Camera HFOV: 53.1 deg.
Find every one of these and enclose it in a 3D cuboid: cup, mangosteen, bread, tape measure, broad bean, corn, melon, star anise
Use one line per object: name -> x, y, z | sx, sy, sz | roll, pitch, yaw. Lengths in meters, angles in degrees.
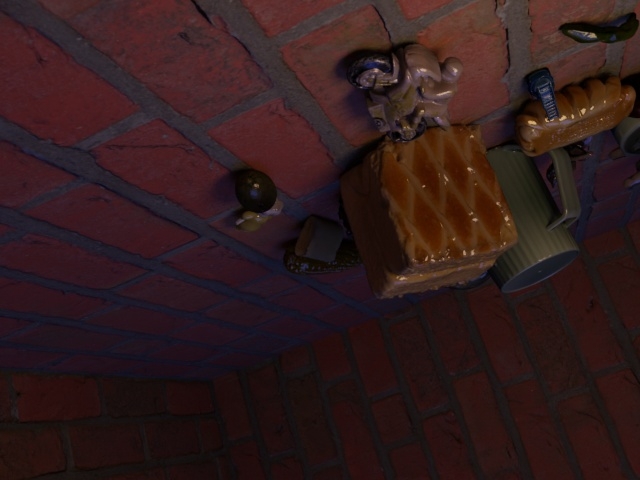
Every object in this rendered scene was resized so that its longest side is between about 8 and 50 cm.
cup -> 0.580, -0.088, 1.935 | 0.310, 0.392, 0.401 | -21, 157, -9
mangosteen -> 0.873, -0.401, 1.734 | 0.140, 0.140, 0.140 | -16, 161, -6
bread -> 0.287, -0.074, 1.708 | 0.371, 0.390, 0.279 | -8, 164, -22
tape measure -> 1.006, -0.365, 1.908 | 0.259, 0.138, 0.262 | -29, 158, 26
broad bean -> 0.623, -0.461, 1.415 | 0.195, 0.061, 0.046 | -14, 158, -11
corn -> 0.017, 0.059, 2.236 | 0.363, 0.120, 0.120 | -3, 156, -43
melon -> -0.162, -0.124, 1.599 | 0.099, 0.099, 0.162 | -19, 162, 5
bread -> 0.668, -0.336, 1.698 | 0.311, 0.121, 0.173 | -19, 149, 4
star anise -> 0.757, -0.264, 1.936 | 0.230, 0.081, 0.262 | -58, 175, 12
bread -> 0.000, 0.001, 2.056 | 0.178, 0.060, 0.139 | 12, 102, -57

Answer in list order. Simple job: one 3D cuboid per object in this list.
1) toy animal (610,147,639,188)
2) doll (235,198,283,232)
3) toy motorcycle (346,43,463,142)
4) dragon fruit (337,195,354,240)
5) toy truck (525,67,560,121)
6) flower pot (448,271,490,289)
toy animal -> 1.224, -0.305, 2.183 | 0.302, 0.194, 0.344 | -4, 163, -20
doll -> -0.171, -0.074, 1.781 | 0.106, 0.062, 0.162 | -4, 157, -45
toy motorcycle -> 0.202, -0.317, 1.371 | 0.223, 0.108, 0.340 | -17, 155, 16
dragon fruit -> 0.140, -0.070, 1.909 | 0.188, 0.182, 0.182 | -10, 160, -25
toy truck -> 0.553, -0.358, 1.578 | 0.063, 0.074, 0.136 | -25, 142, 18
flower pot -> 0.479, 0.012, 2.277 | 0.307, 0.307, 0.244 | -26, 146, 23
